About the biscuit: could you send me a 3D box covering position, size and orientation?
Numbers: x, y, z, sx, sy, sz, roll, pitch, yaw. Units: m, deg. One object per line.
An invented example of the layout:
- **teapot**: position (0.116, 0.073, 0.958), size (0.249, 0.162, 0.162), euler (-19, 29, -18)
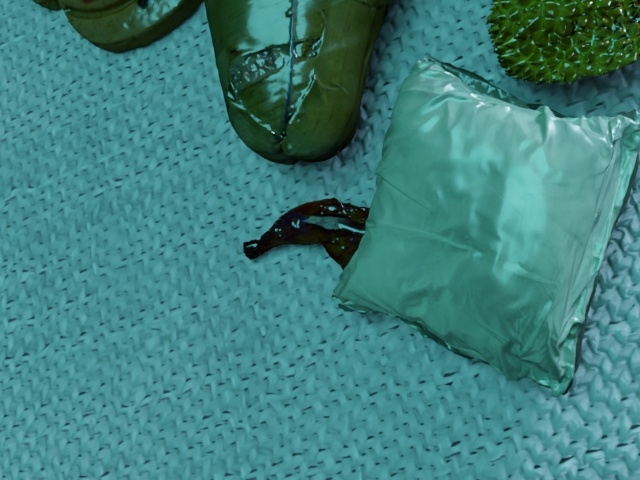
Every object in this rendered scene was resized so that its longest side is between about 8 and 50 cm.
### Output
- **biscuit**: position (-0.295, -0.440, 1.418), size (0.314, 0.063, 0.367), euler (-27, 70, 15)

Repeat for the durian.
- **durian**: position (0.287, -0.268, 1.055), size (0.237, 0.137, 0.193), euler (-12, 32, 16)

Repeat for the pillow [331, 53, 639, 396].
- **pillow**: position (0.171, -0.024, 1.064), size (0.283, 0.138, 0.309), euler (18, 96, 22)

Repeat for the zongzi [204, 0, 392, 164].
- **zongzi**: position (0.051, -0.285, 1.178), size (0.393, 0.174, 0.356), euler (-14, 77, 14)

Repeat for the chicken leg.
- **chicken leg**: position (0.002, -0.007, 1.198), size (0.205, 0.053, 0.093), euler (11, 97, 29)
